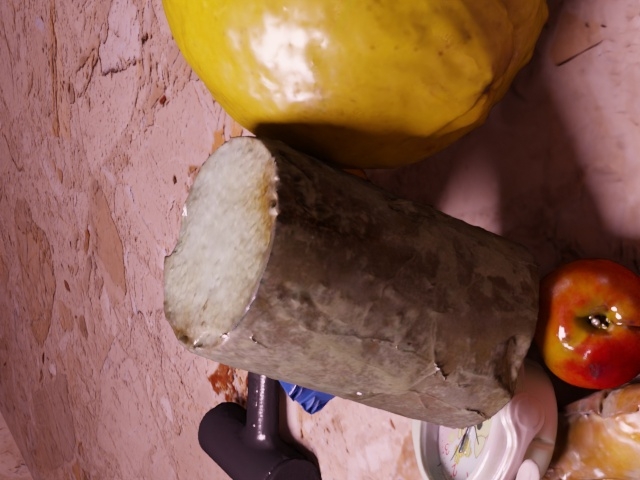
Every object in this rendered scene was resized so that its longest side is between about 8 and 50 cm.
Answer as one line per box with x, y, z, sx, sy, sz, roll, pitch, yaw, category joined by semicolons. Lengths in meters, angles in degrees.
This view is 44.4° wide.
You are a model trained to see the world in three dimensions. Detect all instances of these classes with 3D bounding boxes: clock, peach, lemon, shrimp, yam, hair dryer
0.137;0.153;0.656;0.191;0.062;0.151;-90;24;-46;clock
0.202;0.061;0.587;0.101;0.101;0.100;25;123;47;peach
0.008;-0.199;0.595;0.316;0.285;0.285;36;135;7;lemon
0.242;0.190;0.613;0.317;0.062;0.164;-27;89;56;shrimp
0.032;0.039;0.568;0.161;0.268;0.161;-45;34;42;yam
-0.080;0.222;1.064;0.197;0.089;0.251;23;112;50;hair dryer

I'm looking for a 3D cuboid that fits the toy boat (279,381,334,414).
-0.066;0.060;0.948;0.295;0.088;0.129;54;178;31;toy boat

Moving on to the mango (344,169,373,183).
0.005;-0.004;0.772;0.177;0.120;0.295;54;177;14;mango
